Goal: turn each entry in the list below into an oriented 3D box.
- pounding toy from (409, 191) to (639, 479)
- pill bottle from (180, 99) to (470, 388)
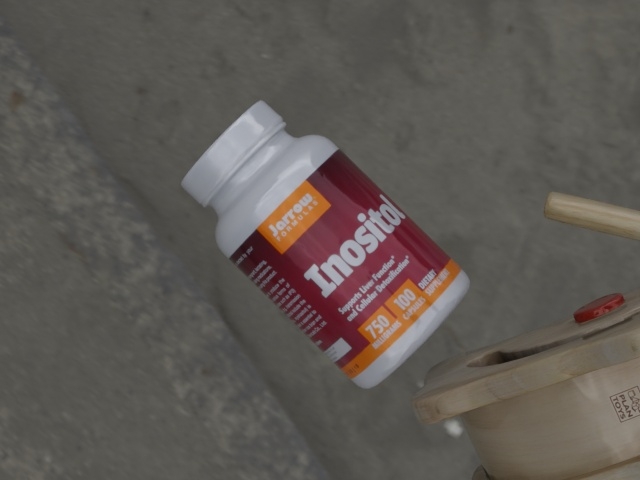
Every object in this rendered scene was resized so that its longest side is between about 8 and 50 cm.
[{"bbox_3d":[0.162,0.034,0.894,0.154,0.269,0.155,-29,95,-57],"label":"pounding toy"},{"bbox_3d":[0.000,0.000,0.941,0.152,0.086,0.086,44,78,0],"label":"pill bottle"}]
